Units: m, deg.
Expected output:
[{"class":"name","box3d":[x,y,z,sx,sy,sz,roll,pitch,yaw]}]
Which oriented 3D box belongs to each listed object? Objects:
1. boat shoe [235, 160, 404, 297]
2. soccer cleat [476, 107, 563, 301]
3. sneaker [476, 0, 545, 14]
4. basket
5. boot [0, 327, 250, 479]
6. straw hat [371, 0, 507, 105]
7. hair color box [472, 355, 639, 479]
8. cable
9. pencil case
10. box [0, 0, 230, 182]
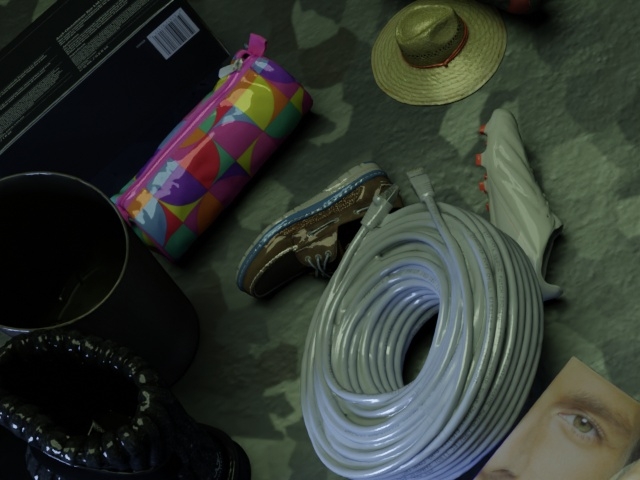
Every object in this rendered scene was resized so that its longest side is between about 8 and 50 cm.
[{"class":"boat shoe","box3d":[0.000,0.000,1.576,0.183,0.066,0.066,-40,60,1]},{"class":"soccer cleat","box3d":[0.189,-0.031,1.518,0.076,0.068,0.196,-5,72,15]},{"class":"sneaker","box3d":[0.113,-0.298,1.635,0.135,0.097,0.276,-31,54,-20]},{"class":"basket","box3d":[-0.221,0.055,1.545,0.204,0.227,0.154,15,72,27]},{"class":"boot","box3d":[-0.256,0.180,1.482,0.348,0.260,0.131,-7,65,19]},{"class":"straw hat","box3d":[0.110,-0.207,1.631,0.144,0.061,0.144,-9,63,19]},{"class":"hair color box","box3d":[0.185,0.287,1.345,0.185,0.110,0.339,36,82,32]},{"class":"cable","box3d":[0.085,0.094,1.439,0.257,0.089,0.257,-55,36,14]},{"class":"pencil case","box3d":[-0.113,-0.092,1.647,0.104,0.104,0.236,34,83,31]},{"class":"box","box3d":[-0.247,-0.172,1.706,0.261,0.103,0.184,-41,39,0]}]
